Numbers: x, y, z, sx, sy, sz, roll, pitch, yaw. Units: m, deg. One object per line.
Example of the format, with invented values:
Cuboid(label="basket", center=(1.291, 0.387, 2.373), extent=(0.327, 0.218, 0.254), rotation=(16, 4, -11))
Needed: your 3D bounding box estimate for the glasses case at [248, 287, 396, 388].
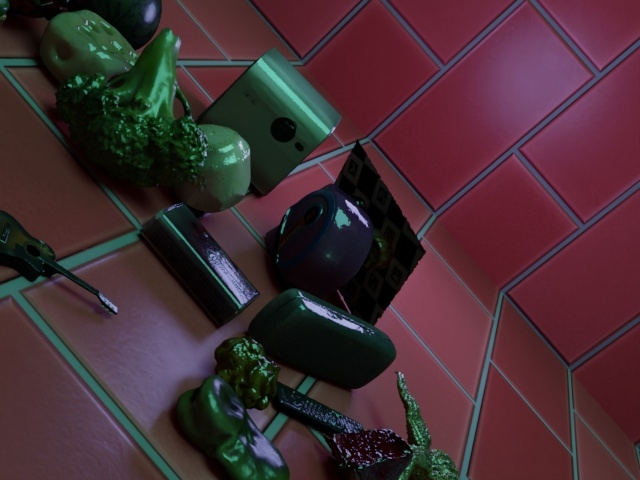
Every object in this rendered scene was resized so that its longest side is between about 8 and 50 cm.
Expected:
Cuboid(label="glasses case", center=(0.011, 0.192, 1.644), extent=(0.323, 0.131, 0.074), rotation=(30, 23, -44))

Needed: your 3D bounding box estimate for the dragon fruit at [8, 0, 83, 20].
Cuboid(label="dragon fruit", center=(-0.562, -0.556, 1.698), extent=(0.233, 0.233, 0.293), rotation=(36, 26, -33))

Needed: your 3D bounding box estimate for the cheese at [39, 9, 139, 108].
Cuboid(label="cheese", center=(-0.449, -0.360, 1.726), extent=(0.235, 0.117, 0.218), rotation=(35, 21, -39))

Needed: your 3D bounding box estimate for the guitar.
Cuboid(label="guitar", center=(-0.381, 0.041, 1.228), extent=(0.233, 0.025, 0.088), rotation=(40, 20, -28))

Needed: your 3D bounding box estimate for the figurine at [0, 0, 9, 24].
Cuboid(label="figurine", center=(-0.644, -0.409, 1.381), extent=(0.222, 0.124, 0.324), rotation=(51, 22, 6))

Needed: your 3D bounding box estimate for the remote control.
Cuboid(label="remote control", center=(0.001, 0.314, 1.549), extent=(0.245, 0.025, 0.063), rotation=(35, 22, -35))

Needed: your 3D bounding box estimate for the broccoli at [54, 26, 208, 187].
Cuboid(label="broccoli", center=(-0.354, -0.225, 1.600), extent=(0.254, 0.186, 0.302), rotation=(-8, 50, -22))

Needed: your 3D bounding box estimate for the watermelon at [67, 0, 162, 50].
Cuboid(label="watermelon", center=(-0.448, -0.517, 1.903), extent=(0.212, 0.212, 0.212), rotation=(42, 19, -19))

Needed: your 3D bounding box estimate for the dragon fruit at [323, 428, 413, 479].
Cuboid(label="dragon fruit", center=(0.076, 0.387, 1.495), extent=(0.147, 0.096, 0.102), rotation=(0, 32, -25))

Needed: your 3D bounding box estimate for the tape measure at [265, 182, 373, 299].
Cuboid(label="tape measure", center=(0.000, 0.000, 1.856), extent=(0.149, 0.231, 0.245), rotation=(37, 26, -30))

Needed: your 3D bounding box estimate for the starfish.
Cuboid(label="starfish", center=(0.226, 0.447, 1.705), extent=(0.293, 0.084, 0.301), rotation=(45, 22, -23))

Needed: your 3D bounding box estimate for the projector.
Cuboid(label="projector", center=(-0.124, -0.292, 2.115), extent=(0.249, 0.248, 0.248), rotation=(45, 18, -8))

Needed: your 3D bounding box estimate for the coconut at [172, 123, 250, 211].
Cuboid(label="coconut", center=(-0.220, -0.131, 1.733), extent=(0.170, 0.183, 0.171), rotation=(3, 33, -2))

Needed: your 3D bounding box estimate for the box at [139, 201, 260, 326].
Cuboid(label="box", center=(-0.212, 0.041, 1.545), extent=(0.224, 0.069, 0.120), rotation=(51, 18, 2))

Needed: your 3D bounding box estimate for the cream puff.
Cuboid(label="cream puff", center=(-0.114, 0.207, 1.375), extent=(0.122, 0.094, 0.116), rotation=(37, 1, 20))

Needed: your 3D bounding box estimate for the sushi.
Cuboid(label="sushi", center=(0.064, 0.003, 1.955), extent=(0.068, 0.320, 0.339), rotation=(-5, 52, -33))

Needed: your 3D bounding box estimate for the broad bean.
Cuboid(label="broad bean", center=(-0.126, 0.286, 1.271), extent=(0.207, 0.072, 0.153), rotation=(53, 17, -22))
